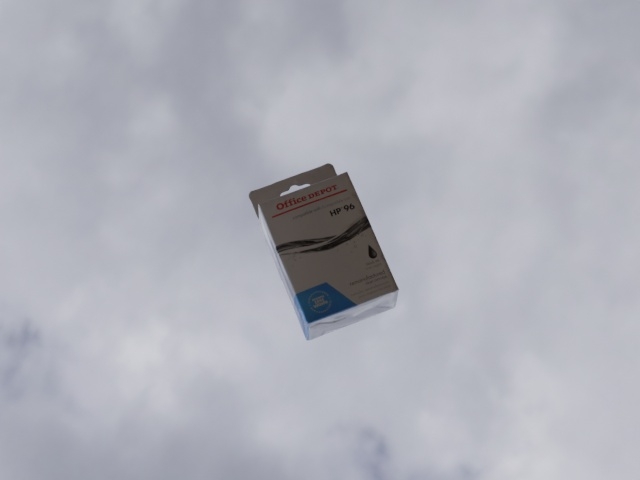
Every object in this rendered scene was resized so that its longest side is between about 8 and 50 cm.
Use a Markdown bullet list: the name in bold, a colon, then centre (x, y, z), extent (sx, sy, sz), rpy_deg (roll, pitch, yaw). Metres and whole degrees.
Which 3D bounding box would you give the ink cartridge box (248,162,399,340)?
- **ink cartridge box**: centre (0.000, 0.000, 0.876), extent (0.048, 0.028, 0.083), rpy_deg (-21, -110, -8)
